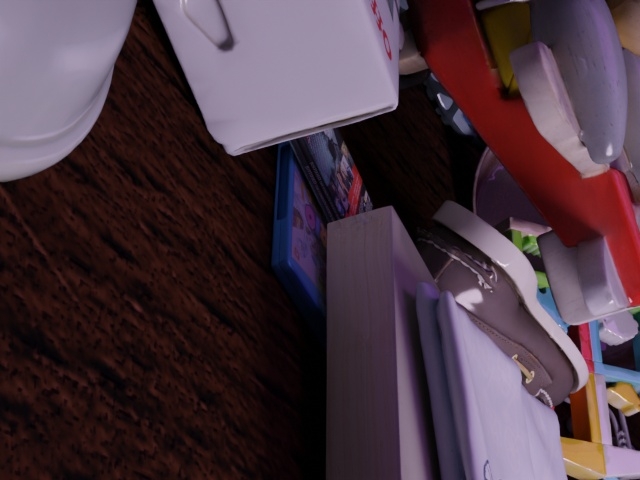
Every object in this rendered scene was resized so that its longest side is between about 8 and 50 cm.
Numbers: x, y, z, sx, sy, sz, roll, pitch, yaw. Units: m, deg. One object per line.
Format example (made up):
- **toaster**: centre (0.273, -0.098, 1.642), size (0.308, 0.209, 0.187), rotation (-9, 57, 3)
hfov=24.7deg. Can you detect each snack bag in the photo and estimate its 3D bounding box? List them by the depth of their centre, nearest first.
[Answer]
- **snack bag**: centre (0.152, 0.227, 1.013), size (0.342, 0.037, 0.323), rotation (44, 33, -58)

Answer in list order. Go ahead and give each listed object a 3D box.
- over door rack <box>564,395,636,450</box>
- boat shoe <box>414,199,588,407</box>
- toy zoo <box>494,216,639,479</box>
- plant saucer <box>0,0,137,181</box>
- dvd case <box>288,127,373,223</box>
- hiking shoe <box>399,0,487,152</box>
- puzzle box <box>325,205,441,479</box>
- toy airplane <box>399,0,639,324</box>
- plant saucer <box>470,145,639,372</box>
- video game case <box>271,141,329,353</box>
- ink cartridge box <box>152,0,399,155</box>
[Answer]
- **over door rack**: centre (0.347, 0.176, 1.744), size (0.239, 0.108, 0.324), rotation (50, 38, -50)
- **boat shoe**: centre (0.146, 0.082, 1.259), size (0.116, 0.096, 0.324), rotation (35, -9, 32)
- **toy zoo**: centre (0.272, 0.130, 1.498), size (0.192, 0.030, 0.293), rotation (14, 60, -28)
- **plant saucer**: centre (-0.160, -0.227, 0.602), size (0.400, 0.101, 0.400), rotation (-18, 90, -74)
- **dvd case**: centre (0.007, -0.052, 1.042), size (0.087, 0.013, 0.119), rotation (-79, 147, -59)
- **hiking shoe**: centre (0.166, -0.222, 1.570), size (0.113, 0.132, 0.304), rotation (-87, 154, -50)
- **puzzle box**: centre (0.075, 0.212, 0.938), size (0.409, 0.052, 0.272), rotation (-89, 157, -43)
- **toy airplane**: centre (0.229, -0.120, 1.252), size (0.384, 0.272, 0.386), rotation (42, 15, -31)
- **plant saucer**: centre (0.282, 0.009, 1.616), size (0.311, 0.050, 0.310), rotation (14, 61, -27)
- **video game case**: centre (0.000, 0.000, 1.017), size (0.166, 0.015, 0.119), rotation (-88, 155, -48)
- **ink cartridge box**: centre (-0.031, -0.225, 0.949), size (0.289, 0.122, 0.211), rotation (-86, 158, -52)
